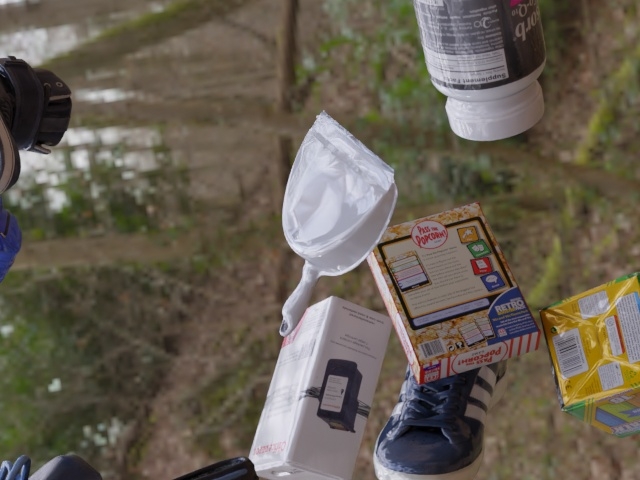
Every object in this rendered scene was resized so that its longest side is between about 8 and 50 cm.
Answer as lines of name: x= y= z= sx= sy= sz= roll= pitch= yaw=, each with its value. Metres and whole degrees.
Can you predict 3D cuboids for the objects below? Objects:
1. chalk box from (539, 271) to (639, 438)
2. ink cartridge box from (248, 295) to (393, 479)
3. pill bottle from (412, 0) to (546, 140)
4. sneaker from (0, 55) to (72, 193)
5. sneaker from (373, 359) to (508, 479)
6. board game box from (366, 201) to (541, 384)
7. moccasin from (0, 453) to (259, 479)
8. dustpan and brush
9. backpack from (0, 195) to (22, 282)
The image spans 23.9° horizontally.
chalk box: x=0.370 y=0.142 z=1.762 sx=0.213 sy=0.132 sz=0.132 roll=26 pitch=-133 yaw=-51
ink cartridge box: x=-0.002 y=0.213 z=2.066 sx=0.172 sy=0.100 sz=0.237 roll=-31 pitch=40 yaw=66
pill bottle: x=0.210 y=-0.283 z=1.992 sx=0.162 sy=0.162 sz=0.278 roll=-96 pitch=-9 yaw=-58
sneaker: x=-0.278 y=-0.103 z=1.359 sx=0.226 sy=0.163 sz=0.086 roll=43 pitch=114 yaw=42
sneaker: x=0.144 y=0.166 z=1.785 sx=0.350 sy=0.131 sz=0.148 roll=-55 pitch=-33 yaw=-63
board game box: x=0.149 y=0.058 z=1.744 sx=0.045 sy=0.147 sz=0.193 roll=87 pitch=165 yaw=-55
moccasin: x=-0.201 y=0.221 z=1.179 sx=0.138 sy=0.342 sz=0.117 roll=-5 pitch=84 yaw=53
dustpan and brush: x=0.000 y=0.000 z=1.465 sx=0.060 sy=0.211 sz=0.147 roll=22 pitch=-165 yaw=-42
backpack: x=-0.389 y=-0.009 z=1.669 sx=0.101 sy=0.120 sz=0.098 roll=-52 pitch=22 yaw=26
